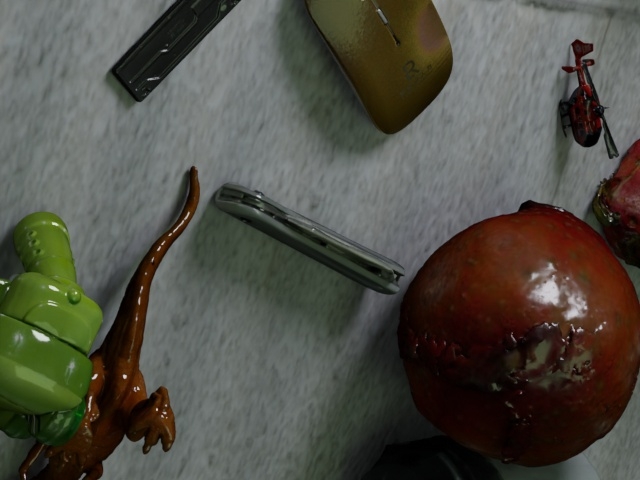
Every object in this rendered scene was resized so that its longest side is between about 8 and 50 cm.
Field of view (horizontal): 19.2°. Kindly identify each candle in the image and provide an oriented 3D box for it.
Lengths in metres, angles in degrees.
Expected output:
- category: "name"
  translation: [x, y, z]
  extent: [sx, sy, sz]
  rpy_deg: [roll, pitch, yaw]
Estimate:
- category: "candle"
  translation: [0.213, 0.337, 2.273]
  extent: [0.342, 0.221, 0.221]
  rpy_deg: [-2, 113, -41]

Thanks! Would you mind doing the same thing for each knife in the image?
- category: "knife"
  translation: [-0.003, -0.001, 2.029]
  extent: [0.265, 0.073, 0.040]
  rpy_deg: [28, 84, -41]

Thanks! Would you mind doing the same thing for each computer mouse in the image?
- category: "computer mouse"
  translation: [0.063, -0.216, 1.986]
  extent: [0.126, 0.056, 0.245]
  rpy_deg: [-44, 130, -14]

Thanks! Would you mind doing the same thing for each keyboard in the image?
- category: "keyboard"
  translation: [-0.140, -0.205, 1.858]
  extent: [0.155, 0.010, 0.053]
  rpy_deg: [-46, 131, -10]

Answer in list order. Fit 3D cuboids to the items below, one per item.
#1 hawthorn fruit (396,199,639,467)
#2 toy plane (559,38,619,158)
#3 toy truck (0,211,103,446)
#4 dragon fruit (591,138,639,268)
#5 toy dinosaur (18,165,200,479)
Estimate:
- category: "hawthorn fruit"
  translation: [0.229, 0.102, 2.131]
  extent: [0.316, 0.316, 0.316]
  rpy_deg: [-18, 122, -31]
- category: "toy plane"
  translation: [0.310, -0.165, 2.205]
  extent: [0.037, 0.060, 0.145]
  rpy_deg: [-20, 108, -30]
- category: "toy truck"
  translation: [-0.278, 0.086, 1.772]
  extent: [0.148, 0.187, 0.210]
  rpy_deg: [32, 90, -28]
- category: "dragon fruit"
  translation: [0.477, -0.048, 2.337]
  extent: [0.282, 0.147, 0.211]
  rpy_deg: [-10, 117, -33]
- category: "toy dinosaur"
  translation: [-0.199, 0.144, 1.869]
  extent: [0.097, 0.208, 0.432]
  rpy_deg: [32, 95, -18]
